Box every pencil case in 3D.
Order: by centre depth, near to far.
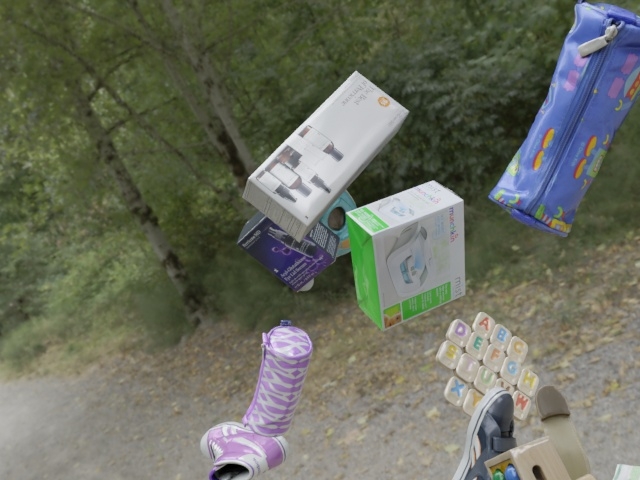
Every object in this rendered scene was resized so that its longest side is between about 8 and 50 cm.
[{"bbox_3d":[0.329,-0.156,0.867,0.119,0.306,0.133,29,20,23],"label":"pencil case"},{"bbox_3d":[-0.073,0.243,1.144,0.088,0.206,0.086,1,30,-21],"label":"pencil case"}]

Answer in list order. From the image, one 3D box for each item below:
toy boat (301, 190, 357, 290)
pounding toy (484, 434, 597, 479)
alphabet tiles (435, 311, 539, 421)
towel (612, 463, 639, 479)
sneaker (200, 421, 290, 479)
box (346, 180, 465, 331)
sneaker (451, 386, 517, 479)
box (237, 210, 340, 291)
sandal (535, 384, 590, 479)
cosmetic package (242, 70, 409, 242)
[{"bbox_3d":[0.000,0.000,1.882,0.148,0.267,0.318,27,73,42],"label":"toy boat"},{"bbox_3d":[0.381,0.435,1.130,0.094,0.181,0.206,-14,-24,-16],"label":"pounding toy"},{"bbox_3d":[0.434,0.334,1.727,0.278,0.284,0.021,-57,5,-32],"label":"alphabet tiles"},{"bbox_3d":[0.965,0.707,2.008,0.152,0.023,0.113,-8,11,34],"label":"towel"},{"bbox_3d":[-0.222,0.495,1.538,0.282,0.102,0.161,-15,4,43],"label":"sneaker"},{"bbox_3d":[0.195,0.032,1.497,0.231,0.261,0.127,-20,34,-18],"label":"box"},{"bbox_3d":[0.392,0.497,1.505,0.126,0.321,0.127,10,9,-41],"label":"sneaker"},{"bbox_3d":[-0.078,0.002,1.679,0.153,0.207,0.108,-42,18,30],"label":"box"},{"bbox_3d":[0.482,0.419,1.347,0.088,0.240,0.079,-8,-28,8],"label":"sandal"},{"bbox_3d":[0.011,-0.117,0.893,0.239,0.099,0.060,-50,-3,-27],"label":"cosmetic package"}]
